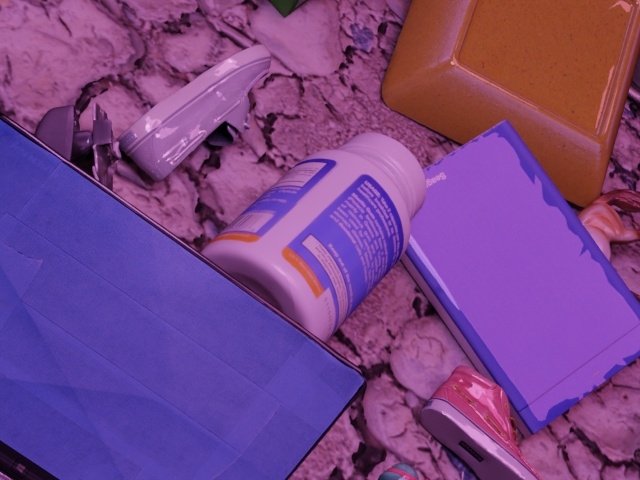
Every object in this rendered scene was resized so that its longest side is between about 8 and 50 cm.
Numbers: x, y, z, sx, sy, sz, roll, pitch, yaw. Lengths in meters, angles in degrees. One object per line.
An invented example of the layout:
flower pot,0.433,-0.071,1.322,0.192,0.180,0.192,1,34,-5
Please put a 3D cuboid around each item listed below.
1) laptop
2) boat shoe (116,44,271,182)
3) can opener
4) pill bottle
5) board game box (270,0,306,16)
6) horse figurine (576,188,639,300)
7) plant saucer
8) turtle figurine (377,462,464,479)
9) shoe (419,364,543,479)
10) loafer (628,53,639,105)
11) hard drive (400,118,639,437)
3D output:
laptop,-0.236,0.194,0.998,0.382,0.236,0.408,36,49,-9
boat shoe,-0.122,-0.135,1.393,0.227,0.079,0.081,-41,98,-38
can opener,-0.235,-0.009,1.252,0.095,0.076,0.283,-4,61,1
pill bottle,0.000,0.000,1.331,0.152,0.152,0.272,46,48,-1
board game box,-0.058,-0.470,1.591,0.242,0.064,0.316,-41,88,-22
horse figurine,0.360,0.024,1.603,0.174,0.066,0.263,27,58,2
plant saucer,0.279,-0.257,1.655,0.332,0.081,0.333,26,68,-15
turtle figurine,0.048,0.293,1.196,0.175,0.118,0.234,21,65,10
shoe,0.194,0.215,1.384,0.178,0.063,0.081,42,53,1
loafer,0.417,-0.293,1.816,0.319,0.112,0.111,37,40,-10
hard drive,0.227,0.038,1.492,0.210,0.040,0.319,-32,82,-22
